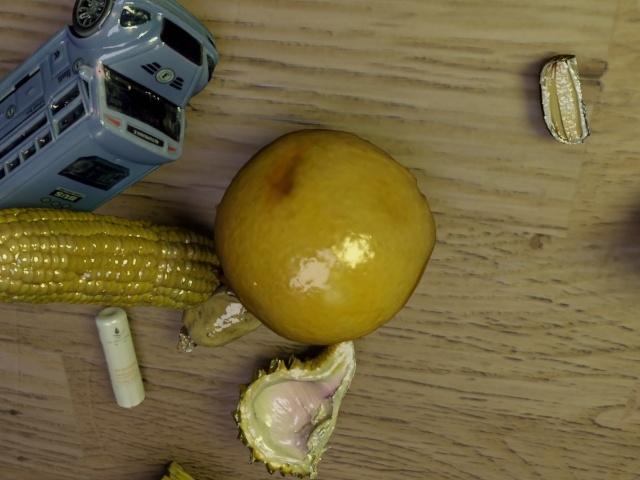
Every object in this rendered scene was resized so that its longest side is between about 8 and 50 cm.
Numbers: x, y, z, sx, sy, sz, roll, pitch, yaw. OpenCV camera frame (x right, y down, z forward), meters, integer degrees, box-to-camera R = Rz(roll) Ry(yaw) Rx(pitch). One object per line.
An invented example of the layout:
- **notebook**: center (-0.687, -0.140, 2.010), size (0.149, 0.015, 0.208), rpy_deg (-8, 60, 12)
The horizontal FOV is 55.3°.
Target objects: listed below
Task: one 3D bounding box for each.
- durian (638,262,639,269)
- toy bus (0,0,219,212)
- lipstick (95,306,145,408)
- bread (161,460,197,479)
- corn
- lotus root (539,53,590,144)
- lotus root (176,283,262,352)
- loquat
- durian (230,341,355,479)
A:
- **durian**: center (0.369, -0.009, 0.553), size (0.188, 0.091, 0.148), rpy_deg (-20, 112, -4)
- **toy bus**: center (-0.228, -0.105, 0.577), size (0.292, 0.125, 0.133), rpy_deg (-28, 66, 22)
- **lipstick**: center (-0.260, 0.152, 0.796), size (0.040, 0.040, 0.141), rpy_deg (1, 117, 11)
- **bread**: center (-0.225, 0.426, 0.816), size (0.133, 0.250, 0.179), rpy_deg (22, 107, 1)
- **corn**: center (-0.215, 0.022, 0.597), size (0.101, 0.291, 0.101), rpy_deg (-2, 85, 33)
- **lotus root**: center (0.221, -0.128, 0.558), size (0.037, 0.030, 0.083), rpy_deg (-10, 114, 23)
- **lotus root**: center (-0.117, 0.090, 0.720), size (0.152, 0.063, 0.072), rpy_deg (-33, 126, 20)
- **loquat**: center (0.000, 0.000, 0.569), size (0.208, 0.208, 0.208), rpy_deg (5, 118, 9)
- **durian**: center (-0.017, 0.183, 0.749), size (0.140, 0.078, 0.224), rpy_deg (36, 108, 6)
